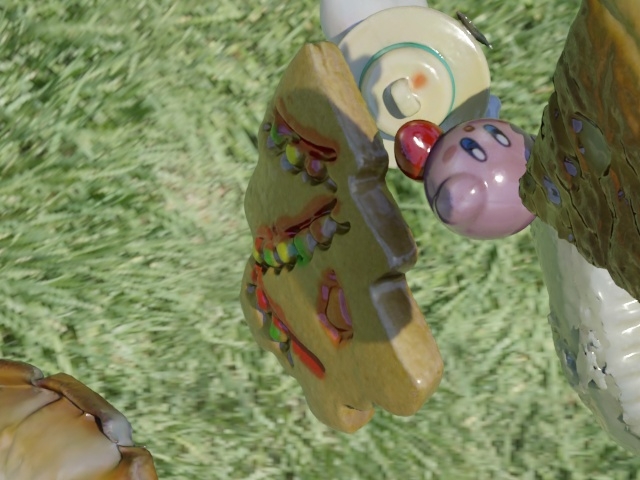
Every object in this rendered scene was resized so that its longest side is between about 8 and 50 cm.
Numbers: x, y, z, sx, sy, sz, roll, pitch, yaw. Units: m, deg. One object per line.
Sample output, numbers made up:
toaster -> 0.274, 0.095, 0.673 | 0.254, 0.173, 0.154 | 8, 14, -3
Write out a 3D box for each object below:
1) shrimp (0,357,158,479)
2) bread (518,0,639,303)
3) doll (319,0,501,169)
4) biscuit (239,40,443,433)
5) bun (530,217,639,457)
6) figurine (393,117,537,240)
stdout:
shrimp -> -0.136, 0.104, 0.431 | 0.053, 0.236, 0.133 | 21, 56, -55
bread -> 0.119, -0.044, 0.542 | 0.054, 0.154, 0.136 | -23, 120, -19
doll -> 0.099, -0.134, 1.366 | 0.144, 0.271, 0.208 | -28, 56, 14
biscuit -> 0.000, 0.000, 0.936 | 0.041, 0.212, 0.239 | -12, 106, -26
bun -> 0.302, 0.004, 1.087 | 0.359, 0.211, 0.360 | -3, 105, -11
figurine -> 0.091, -0.034, 0.842 | 0.083, 0.071, 0.067 | -21, 123, -25
